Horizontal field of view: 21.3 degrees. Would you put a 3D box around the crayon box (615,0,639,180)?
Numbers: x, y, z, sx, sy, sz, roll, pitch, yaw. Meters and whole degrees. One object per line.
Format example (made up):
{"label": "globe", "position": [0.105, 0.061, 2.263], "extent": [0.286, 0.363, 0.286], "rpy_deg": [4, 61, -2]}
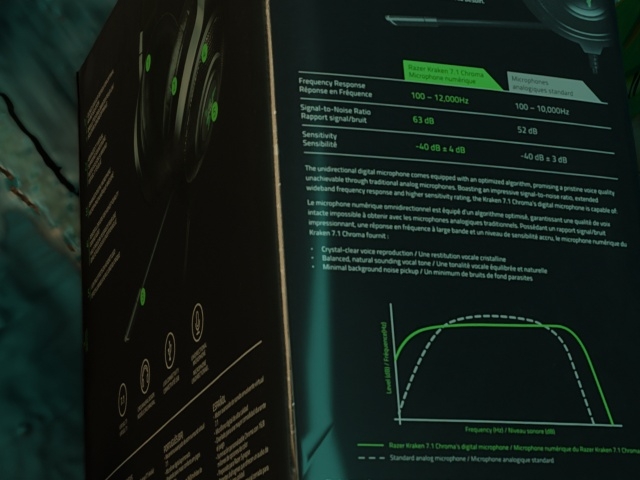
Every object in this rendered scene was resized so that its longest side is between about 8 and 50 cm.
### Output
{"label": "crayon box", "position": [0.169, -0.021, 0.687], "extent": [0.165, 0.278, 0.081], "rpy_deg": [23, 62, -13]}

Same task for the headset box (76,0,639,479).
{"label": "headset box", "position": [0.000, 0.000, 0.628], "extent": [0.131, 0.246, 0.283], "rpy_deg": [4, 68, -21]}
